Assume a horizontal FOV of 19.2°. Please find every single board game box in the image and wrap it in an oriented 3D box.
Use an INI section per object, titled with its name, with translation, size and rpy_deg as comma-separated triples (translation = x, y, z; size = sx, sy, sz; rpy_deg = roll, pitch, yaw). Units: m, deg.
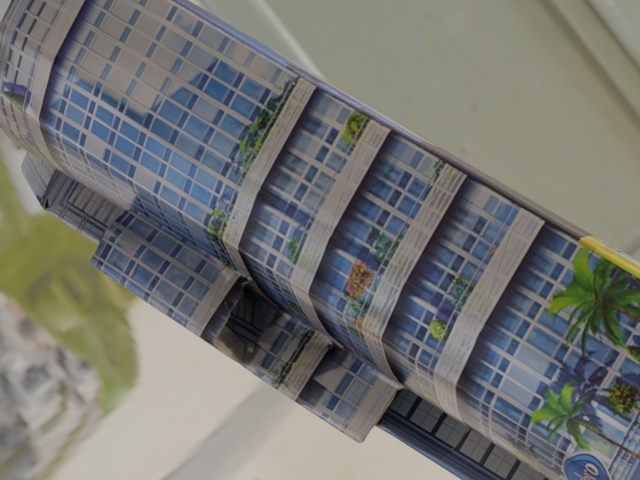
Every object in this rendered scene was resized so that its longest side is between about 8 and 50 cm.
[board game box]
translation = 0.000, 0.000, 0.426
size = 0.060, 0.194, 0.194
rpy_deg = -60, 163, 2
